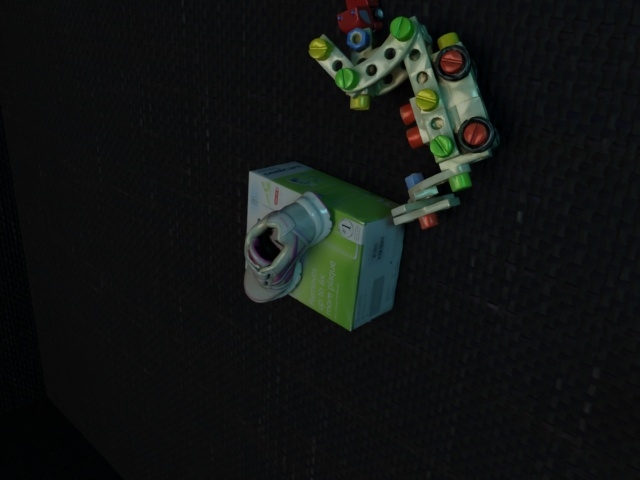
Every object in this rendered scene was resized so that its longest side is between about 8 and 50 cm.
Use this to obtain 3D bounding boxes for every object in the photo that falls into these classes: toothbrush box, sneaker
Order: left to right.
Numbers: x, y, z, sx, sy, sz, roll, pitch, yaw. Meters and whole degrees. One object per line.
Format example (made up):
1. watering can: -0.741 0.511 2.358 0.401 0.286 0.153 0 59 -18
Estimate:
1. sneaker: -0.085 0.021 1.029 0.103 0.111 0.252 50 134 22
2. toothbrush box: 0.000 0.000 1.107 0.283 0.122 0.206 28 123 38

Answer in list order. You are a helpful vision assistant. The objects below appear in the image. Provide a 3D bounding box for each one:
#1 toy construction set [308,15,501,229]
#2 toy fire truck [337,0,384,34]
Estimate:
1. toy construction set: 0.132 -0.173 0.881 0.215 0.151 0.327 -19 99 24
2. toy fire truck: 0.022 -0.403 0.918 0.047 0.135 0.191 -4 102 47
